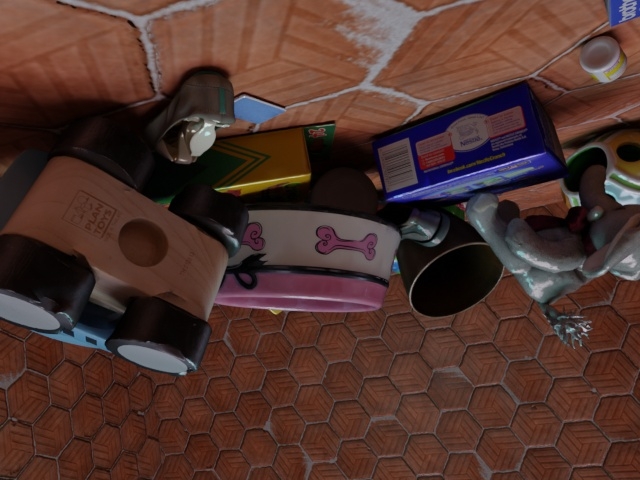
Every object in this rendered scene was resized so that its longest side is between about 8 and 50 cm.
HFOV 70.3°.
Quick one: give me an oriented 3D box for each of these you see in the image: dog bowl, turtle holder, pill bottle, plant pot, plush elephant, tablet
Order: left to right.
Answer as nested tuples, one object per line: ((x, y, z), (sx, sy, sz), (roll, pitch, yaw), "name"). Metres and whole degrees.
((-0.089, -0.169, 0.588), (0.054, 0.006, 0.083), (-14, 174, 34), "tablet")
((-0.047, 0.054, 0.887), (0.407, 0.151, 0.408), (3, 168, 1), "dog bowl")
((0.033, -0.071, 1.074), (0.146, 0.147, 0.264), (-9, 175, -12), "pill bottle")
((0.256, 0.015, 1.022), (0.215, 0.231, 0.216), (-10, 131, -11), "plant pot")
((0.467, -0.008, 0.818), (0.255, 0.330, 0.271), (-39, 153, 27), "plush elephant")
((0.366, -0.229, 0.584), (0.043, 0.044, 0.083), (-15, 173, 41), "pill bottle")
((0.725, -0.148, 1.066), (0.227, 0.244, 0.320), (11, 176, -22), "turtle holder")

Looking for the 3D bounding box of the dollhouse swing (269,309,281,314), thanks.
((-0.165, -0.007, 1.262), (0.315, 0.305, 0.346), (43, 167, -29), "dollhouse swing")

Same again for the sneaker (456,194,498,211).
((0.389, -0.148, 1.151), (0.299, 0.121, 0.112), (-14, 143, -51), "sneaker")

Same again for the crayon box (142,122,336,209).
((-0.129, -0.107, 0.767), (0.318, 0.081, 0.202), (-10, 174, -3), "crayon box")

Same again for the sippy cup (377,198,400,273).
((0.180, -0.030, 1.373), (0.223, 0.240, 0.305), (11, 162, -21), "sippy cup")

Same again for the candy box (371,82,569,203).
((0.291, -0.151, 0.849), (0.268, 0.122, 0.317), (-15, 172, 33), "candy box")

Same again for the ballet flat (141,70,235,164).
((-0.165, -0.128, 0.549), (0.072, 0.068, 0.213), (-6, 173, -36), "ballet flat")

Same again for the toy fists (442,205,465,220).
((0.295, -0.082, 1.225), (0.279, 0.143, 0.096), (11, 162, -42), "toy fists")

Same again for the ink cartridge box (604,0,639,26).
((0.262, -0.235, 0.333), (0.097, 0.046, 0.207), (-12, 174, 33), "ink cartridge box")

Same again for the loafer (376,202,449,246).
((0.160, -0.047, 0.949), (0.084, 0.096, 0.267), (25, 175, -21), "loafer")

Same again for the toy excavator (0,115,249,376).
((-0.385, 0.025, 0.595), (0.432, 0.223, 0.445), (34, 141, -31), "toy excavator")
